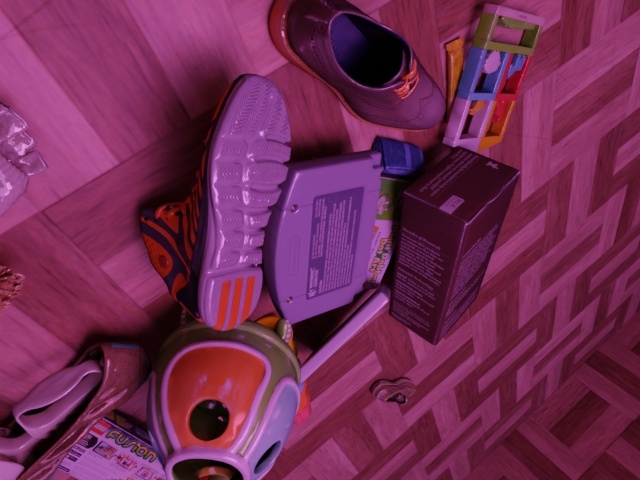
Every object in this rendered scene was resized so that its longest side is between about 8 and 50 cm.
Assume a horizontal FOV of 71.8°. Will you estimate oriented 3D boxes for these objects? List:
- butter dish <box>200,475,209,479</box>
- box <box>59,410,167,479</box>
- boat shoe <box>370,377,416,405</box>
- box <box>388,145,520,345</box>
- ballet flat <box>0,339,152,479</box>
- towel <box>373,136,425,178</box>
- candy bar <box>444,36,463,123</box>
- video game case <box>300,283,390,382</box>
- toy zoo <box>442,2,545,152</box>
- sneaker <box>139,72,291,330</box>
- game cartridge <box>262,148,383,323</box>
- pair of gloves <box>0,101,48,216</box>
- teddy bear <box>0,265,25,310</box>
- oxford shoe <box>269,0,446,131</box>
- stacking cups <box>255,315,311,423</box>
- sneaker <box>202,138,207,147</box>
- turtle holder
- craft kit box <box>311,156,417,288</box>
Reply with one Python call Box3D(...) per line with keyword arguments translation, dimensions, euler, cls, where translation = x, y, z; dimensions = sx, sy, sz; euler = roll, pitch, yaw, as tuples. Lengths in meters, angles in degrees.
Box3D(translation=(-0.228, 0.587, 0.996), dimensions=(0.118, 0.160, 0.160), euler=(-35, 140, -47), cls="butter dish")
Box3D(translation=(-0.339, 0.386, 0.772), dimensions=(0.114, 0.036, 0.207), euler=(-46, 113, -3), cls="box")
Box3D(translation=(0.225, 0.448, 1.283), dimensions=(0.190, 0.072, 0.068), euler=(11, 111, -42), cls="boat shoe")
Box3D(translation=(0.258, 0.025, 0.912), dimensions=(0.191, 0.143, 0.381), euler=(-38, 146, -30), cls="box")
Box3D(translation=(-0.402, 0.270, 0.634), dimensions=(0.342, 0.116, 0.124), euler=(-43, 147, -9), cls="ballet flat")
Box3D(translation=(0.150, -0.153, 0.825), dimensions=(0.120, 0.029, 0.066), euler=(2, 81, -38), cls="towel")
Box3D(translation=(0.252, -0.293, 0.832), dimensions=(0.040, 0.018, 0.161), euler=(-31, 134, -19), cls="candy bar")
Box3D(translation=(0.053, 0.179, 0.902), dimensions=(0.227, 0.026, 0.206), euler=(-44, 172, 6), cls="video game case")
Box3D(translation=(0.334, -0.291, 0.873), dimensions=(0.193, 0.030, 0.293), euler=(-15, 128, -39), cls="toy zoo")
Box3D(translation=(-0.154, -0.057, 0.575), dimensions=(0.125, 0.180, 0.320), euler=(3, 104, -54), cls="sneaker")
Box3D(translation=(0.000, 0.000, 0.741), dimensions=(0.196, 0.060, 0.294), euler=(-17, 128, -33), cls="game cartridge")
Box3D(translation=(-0.385, -0.104, 0.380), dimensions=(0.204, 0.042, 0.240), euler=(-42, 124, -30), cls="pair of gloves")
Box3D(translation=(-0.468, 0.044, 0.459), dimensions=(0.245, 0.113, 0.337), euler=(-28, 125, -29), cls="teddy bear")
Box3D(translation=(0.095, -0.239, 0.665), dimensions=(0.364, 0.133, 0.129), euler=(12, 110, -42), cls="oxford shoe")
Box3D(translation=(-0.068, 0.290, 0.932), dimensions=(0.096, 0.096, 0.316), euler=(-32, 134, -17), cls="stacking cups")
Box3D(translation=(-0.115, -0.123, 0.651), dimensions=(0.057, 0.047, 0.119), euler=(-55, 138, -10), cls="sneaker")
Box3D(translation=(-0.166, 0.278, 0.704), dimensions=(0.244, 0.227, 0.320), euler=(25, 124, -18), cls="turtle holder")
Box3D(translation=(0.053, -0.018, 0.845), dimensions=(0.247, 0.061, 0.249), euler=(0, 119, -41), cls="craft kit box")
